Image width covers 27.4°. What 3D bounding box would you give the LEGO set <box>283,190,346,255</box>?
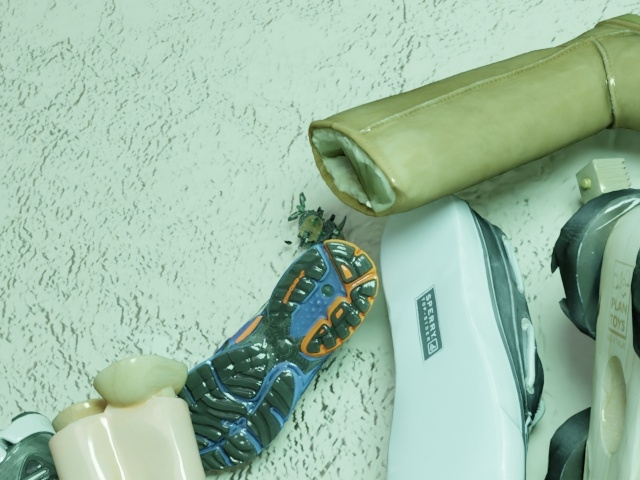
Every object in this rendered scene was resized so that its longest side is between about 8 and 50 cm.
[{"bbox_3d":[-0.002,0.002,1.058,0.054,0.023,0.083,-5,75,22],"label":"LEGO set"}]

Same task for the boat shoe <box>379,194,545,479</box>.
[{"bbox_3d":[0.109,0.102,0.905,0.108,0.102,0.301,-39,41,35],"label":"boat shoe"}]

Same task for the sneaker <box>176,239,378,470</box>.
[{"bbox_3d":[-0.033,0.089,0.993,0.221,0.087,0.083,-45,87,11],"label":"sneaker"}]

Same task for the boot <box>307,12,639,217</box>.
[{"bbox_3d":[0.159,-0.078,0.906,0.269,0.089,0.236,-20,18,-19],"label":"boot"}]

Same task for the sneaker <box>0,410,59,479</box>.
[{"bbox_3d":[-0.256,0.247,0.991,0.106,0.078,0.234,27,74,34],"label":"sneaker"}]

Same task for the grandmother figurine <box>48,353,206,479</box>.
[{"bbox_3d":[-0.100,0.263,0.884,0.208,0.104,0.342,-50,51,47],"label":"grandmother figurine"}]

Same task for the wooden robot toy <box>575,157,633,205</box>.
[{"bbox_3d":[0.244,0.019,0.934,0.079,0.076,0.173,-6,54,-22],"label":"wooden robot toy"}]

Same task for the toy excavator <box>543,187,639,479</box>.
[{"bbox_3d":[0.375,0.033,0.755,0.445,0.222,0.433,4,94,-4],"label":"toy excavator"}]
